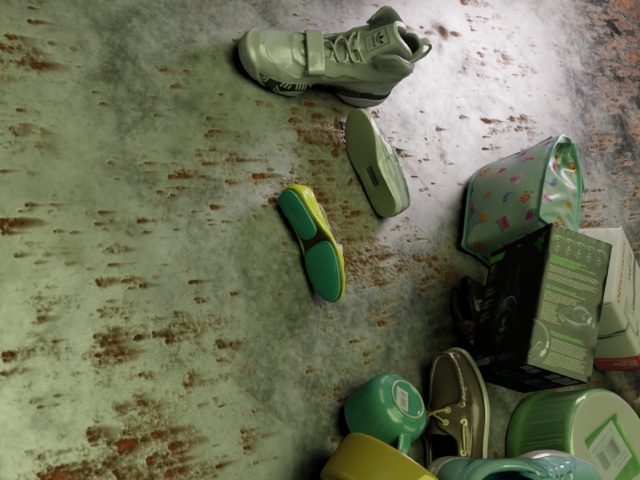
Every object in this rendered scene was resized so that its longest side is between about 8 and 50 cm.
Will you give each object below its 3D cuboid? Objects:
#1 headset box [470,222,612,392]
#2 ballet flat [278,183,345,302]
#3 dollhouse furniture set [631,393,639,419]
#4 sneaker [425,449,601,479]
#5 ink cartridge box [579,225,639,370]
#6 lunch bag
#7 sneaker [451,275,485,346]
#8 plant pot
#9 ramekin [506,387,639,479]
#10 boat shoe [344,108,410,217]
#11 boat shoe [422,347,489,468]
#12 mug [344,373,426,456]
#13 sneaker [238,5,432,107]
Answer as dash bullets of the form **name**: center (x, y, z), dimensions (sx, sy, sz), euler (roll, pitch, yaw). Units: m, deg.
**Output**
- **headset box**: center (0.406, 0.124, 1.604), dimensions (0.131, 0.246, 0.283), euler (19, 73, -10)
- **ballet flat**: center (0.000, 0.000, 1.576), dimensions (0.077, 0.077, 0.231), euler (-16, 79, -56)
- **dollhouse furniture set**: center (0.795, 0.353, 1.910), dimensions (0.301, 0.151, 0.197), euler (-47, 141, -43)
- **sneaker**: center (0.364, 0.437, 1.479), dimensions (0.366, 0.150, 0.135), euler (3, 86, -25)
- **ink cartridge box**: center (0.634, 0.131, 1.899), dimensions (0.283, 0.117, 0.207), euler (50, 47, -41)
- **lunch bag**: center (0.434, -0.090, 1.834), dimensions (0.160, 0.223, 0.262), euler (35, 52, -28)
- **sneaker**: center (0.367, 0.108, 1.783), dimensions (0.162, 0.106, 0.281), euler (46, 52, -9)
- **plant pot**: center (0.073, 0.470, 1.338), dimensions (0.254, 0.254, 0.239), euler (46, 67, -12)
- **ramekin**: center (0.535, 0.444, 1.738), dimensions (0.303, 0.148, 0.303), euler (15, 63, -32)
- **boat shoe**: center (0.119, -0.158, 1.730), dimensions (0.081, 0.079, 0.227), euler (-19, 88, -49)
- **boat shoe**: center (0.240, 0.357, 1.578), dimensions (0.097, 0.117, 0.324), euler (7, 75, -36)
- **mug**: center (0.128, 0.309, 1.495), dimensions (0.129, 0.097, 0.157), euler (-11, 63, -52)
- **sneaker**: center (0.036, -0.370, 1.659), dimensions (0.366, 0.210, 0.137), euler (7, 68, -35)
